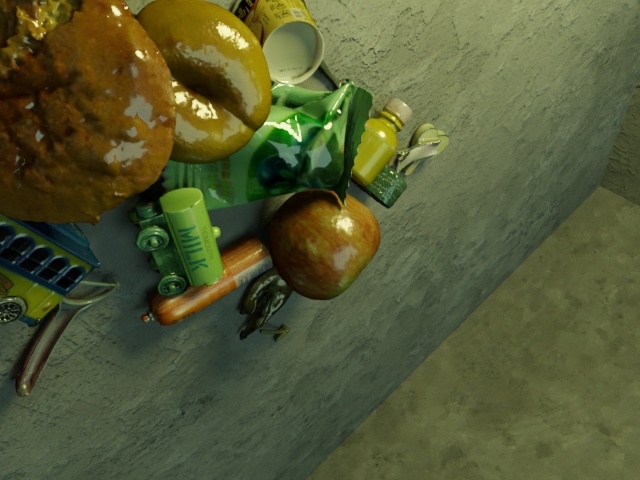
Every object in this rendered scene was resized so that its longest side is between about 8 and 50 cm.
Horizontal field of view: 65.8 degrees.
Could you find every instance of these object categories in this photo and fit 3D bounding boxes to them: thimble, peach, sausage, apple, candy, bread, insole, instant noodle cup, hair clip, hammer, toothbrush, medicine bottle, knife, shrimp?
[{"bbox_3d":[0.158,-0.154,1.327,0.090,0.135,0.118,-53,143,3],"label":"thimble"},{"bbox_3d":[-0.196,-0.237,0.763,0.252,0.153,0.250,-6,113,-15],"label":"peach"},{"bbox_3d":[-0.262,0.102,1.133,0.312,0.093,0.092,-32,143,-25],"label":"sausage"},{"bbox_3d":[0.000,0.000,1.217,0.277,0.250,0.309,-53,179,-30],"label":"apple"},{"bbox_3d":[-0.112,-0.177,0.972,0.399,0.172,0.262,-11,126,-24],"label":"candy"},{"bbox_3d":[-0.326,-0.177,0.602,0.313,0.172,0.311,-1,109,-4],"label":"bread"},{"bbox_3d":[-0.333,-0.121,0.895,0.053,0.002,0.152,-28,143,0],"label":"insole"},{"bbox_3d":[-0.070,-0.350,0.853,0.152,0.122,0.151,-16,140,-14],"label":"instant noodle cup"},{"bbox_3d":[0.282,-0.253,1.437,0.219,0.071,0.159,-26,146,-23],"label":"hair clip"},{"bbox_3d":[-0.148,0.276,1.462,0.060,0.028,0.195,-46,160,4],"label":"hammer"},{"bbox_3d":[-0.011,-0.375,1.011,0.297,0.031,0.030,27,77,-55],"label":"toothbrush"},{"bbox_3d":[0.135,-0.249,1.220,0.212,0.122,0.122,-51,147,2],"label":"medicine bottle"},{"bbox_3d":[-0.506,0.180,0.959,0.277,0.053,0.123,-53,151,7],"label":"knife"},{"bbox_3d":[-0.156,0.167,1.352,0.254,0.059,0.145,-48,144,-4],"label":"shrimp"}]

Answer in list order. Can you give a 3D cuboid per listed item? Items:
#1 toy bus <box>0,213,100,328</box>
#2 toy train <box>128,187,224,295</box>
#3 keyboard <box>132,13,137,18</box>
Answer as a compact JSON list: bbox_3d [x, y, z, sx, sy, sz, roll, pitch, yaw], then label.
[{"bbox_3d":[-0.492,-0.005,0.716,0.175,0.138,0.287,-44,146,-6],"label":"toy bus"},{"bbox_3d":[-0.275,0.006,0.986,0.158,0.105,0.253,-19,136,-15],"label":"toy train"},{"bbox_3d":[-0.344,-0.313,0.695,0.196,0.018,0.060,-4,133,-48],"label":"keyboard"}]
